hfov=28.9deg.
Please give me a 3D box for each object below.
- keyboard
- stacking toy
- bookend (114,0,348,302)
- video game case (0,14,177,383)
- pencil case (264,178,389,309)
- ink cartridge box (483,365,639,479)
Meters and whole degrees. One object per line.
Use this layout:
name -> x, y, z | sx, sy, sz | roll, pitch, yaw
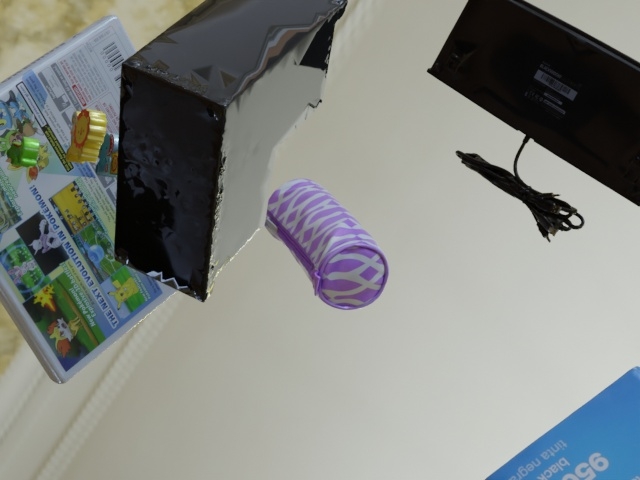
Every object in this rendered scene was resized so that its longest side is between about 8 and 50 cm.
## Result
keyboard -> 0.234, -0.127, 1.309 | 0.317, 0.033, 0.201 | 40, -73, 37
stacking toy -> -0.195, -0.089, 1.230 | 0.221, 0.167, 0.052 | 2, -95, 58
bookend -> -0.059, -0.073, 0.807 | 0.072, 0.157, 0.156 | 25, -47, 16
video game case -> -0.278, -0.050, 1.458 | 0.036, 0.300, 0.329 | 5, -52, 51
pencil case -> 0.000, 0.000, 1.342 | 0.206, 0.088, 0.086 | -135, -129, -59
ink cartridge box -> 0.316, 0.334, 0.935 | 0.166, 0.285, 0.395 | -34, -128, -12
